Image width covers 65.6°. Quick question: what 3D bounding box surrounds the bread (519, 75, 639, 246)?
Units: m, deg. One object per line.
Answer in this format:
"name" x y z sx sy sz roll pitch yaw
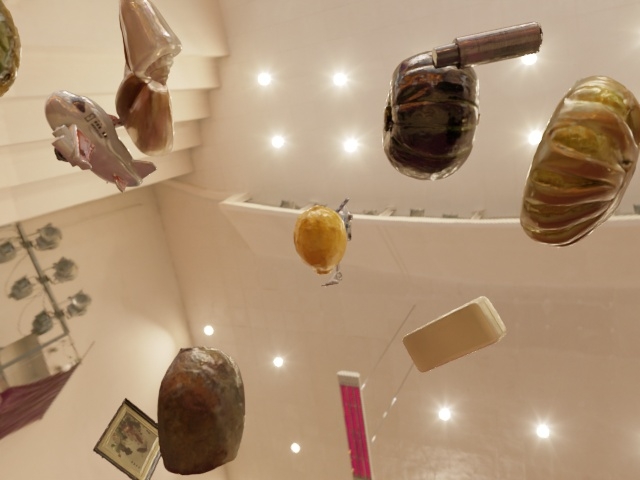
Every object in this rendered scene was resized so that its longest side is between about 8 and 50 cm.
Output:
"bread" 0.492 -0.127 0.933 0.160 0.333 0.333 25 -62 29

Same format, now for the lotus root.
"lotus root" -0.303 0.435 1.300 0.142 0.210 0.314 -15 -107 38

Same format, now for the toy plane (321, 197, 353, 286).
"toy plane" 0.069 0.010 1.627 0.182 0.107 0.273 -36 -126 39

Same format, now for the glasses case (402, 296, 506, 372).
"glasses case" 0.398 0.291 1.509 0.313 0.070 0.131 -39 -106 40

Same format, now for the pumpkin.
"pumpkin" 0.282 -0.316 1.271 0.241 0.323 0.323 9 -67 3

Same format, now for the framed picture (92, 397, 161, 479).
"framed picture" -0.542 0.588 1.445 0.010 0.199 0.195 -36 -72 22

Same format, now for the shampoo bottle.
"shampoo bottle" 0.344 -0.403 1.041 0.214 0.072 0.072 -10 -76 5

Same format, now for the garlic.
"garlic" -0.399 -0.290 1.123 0.217 0.110 0.228 65 -25 17

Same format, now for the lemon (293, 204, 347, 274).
"lemon" 0.000 0.000 1.045 0.114 0.114 0.155 1 -71 27

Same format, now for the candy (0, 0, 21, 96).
"candy" -0.589 -0.312 0.739 0.118 0.260 0.260 -8 -76 32

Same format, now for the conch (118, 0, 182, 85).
"conch" -0.292 -0.333 0.802 0.094 0.104 0.176 -37 -80 -6

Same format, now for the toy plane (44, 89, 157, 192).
"toy plane" -0.478 -0.214 1.072 0.118 0.252 0.252 -30 -88 16
